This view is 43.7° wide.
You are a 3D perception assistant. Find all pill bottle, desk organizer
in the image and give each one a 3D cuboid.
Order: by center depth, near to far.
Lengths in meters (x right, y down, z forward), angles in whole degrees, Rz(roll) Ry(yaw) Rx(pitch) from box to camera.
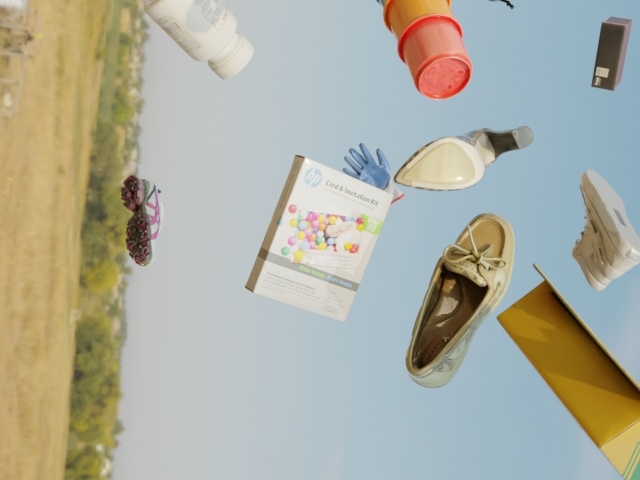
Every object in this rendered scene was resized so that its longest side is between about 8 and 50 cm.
[{"bbox_3d":[0.566,-0.363,1.549,0.050,0.047,0.130,-39,138,-44],"label":"desk organizer"},{"bbox_3d":[-0.254,-0.460,1.708,0.131,0.229,0.131,-28,-141,25],"label":"pill bottle"}]

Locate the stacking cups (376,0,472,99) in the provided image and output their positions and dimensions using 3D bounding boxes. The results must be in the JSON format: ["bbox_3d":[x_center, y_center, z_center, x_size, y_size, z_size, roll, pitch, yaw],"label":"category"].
[{"bbox_3d":[0.098,-0.290,0.933,0.096,0.096,0.316,110,-22,-46],"label":"stacking cups"}]

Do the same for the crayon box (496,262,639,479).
[{"bbox_3d":[0.329,0.178,0.970,0.081,0.318,0.202,-38,-131,7],"label":"crayon box"}]

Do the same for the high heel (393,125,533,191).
[{"bbox_3d":[0.221,-0.136,1.400,0.186,0.261,0.093,-178,-110,-73],"label":"high heel"}]

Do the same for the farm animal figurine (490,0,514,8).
[{"bbox_3d":[0.385,-0.549,1.467,0.172,0.330,0.327,-45,-119,57],"label":"farm animal figurine"}]

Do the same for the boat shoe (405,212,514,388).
[{"bbox_3d":[0.209,0.082,1.178,0.285,0.104,0.089,-66,158,-12],"label":"boat shoe"}]

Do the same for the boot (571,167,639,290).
[{"bbox_3d":[0.525,-0.023,1.541,0.123,0.095,0.258,-49,-154,33],"label":"boot"}]

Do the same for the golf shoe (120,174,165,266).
[{"bbox_3d":[-0.322,-0.035,1.506,0.067,0.086,0.186,-27,-120,33],"label":"golf shoe"}]

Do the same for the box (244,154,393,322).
[{"bbox_3d":[0.000,0.000,1.055,0.038,0.145,0.186,21,-90,63],"label":"box"}]

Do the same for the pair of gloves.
[{"bbox_3d":[0.076,-0.109,1.749,0.159,0.198,0.023,52,2,4],"label":"pair of gloves"}]
